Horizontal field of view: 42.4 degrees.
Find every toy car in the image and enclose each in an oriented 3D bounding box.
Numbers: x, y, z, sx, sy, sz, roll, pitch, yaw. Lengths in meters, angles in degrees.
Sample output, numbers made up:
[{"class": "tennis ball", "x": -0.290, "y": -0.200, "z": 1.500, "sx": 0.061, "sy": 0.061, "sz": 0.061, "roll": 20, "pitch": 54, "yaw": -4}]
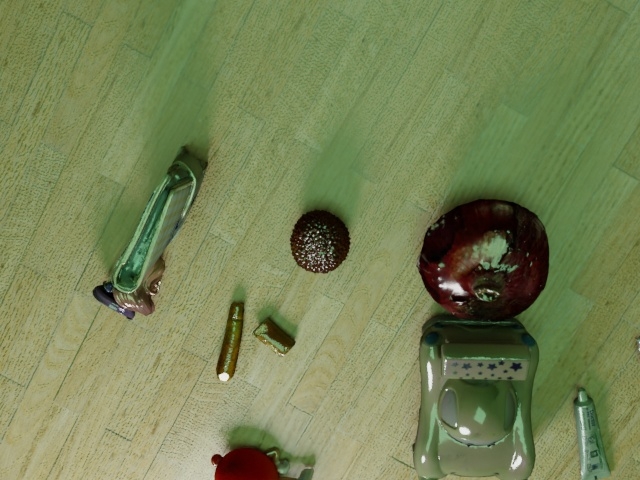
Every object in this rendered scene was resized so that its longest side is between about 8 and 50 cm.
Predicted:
[{"class": "toy car", "x": 0.305, "y": 0.329, "z": 1.604, "sx": 0.242, "sy": 0.226, "sz": 0.336, "roll": 1, "pitch": 103, "yaw": 2}]

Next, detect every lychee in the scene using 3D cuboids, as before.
[{"class": "lychee", "x": -0.004, "y": 0.000, "z": 1.592, "sx": 0.123, "sy": 0.129, "sz": 0.123, "roll": -7, "pitch": 69, "yaw": 18}]

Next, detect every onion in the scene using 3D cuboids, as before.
[{"class": "onion", "x": 0.310, "y": 0.045, "z": 1.537, "sx": 0.252, "sy": 0.219, "sz": 0.252, "roll": 3, "pitch": 112, "yaw": 7}]

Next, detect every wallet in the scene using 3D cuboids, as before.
[{"class": "wallet", "x": -0.285, "y": -0.048, "z": 1.496, "sx": 0.077, "sy": 0.309, "sz": 0.223, "roll": 29, "pitch": 102, "yaw": -8}]

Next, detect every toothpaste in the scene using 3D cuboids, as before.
[{"class": "toothpaste", "x": 0.556, "y": 0.404, "z": 1.709, "sx": 0.064, "sy": 0.041, "sz": 0.218, "roll": -14, "pitch": 107, "yaw": 1}]

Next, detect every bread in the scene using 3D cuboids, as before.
[{"class": "bread", "x": -0.095, "y": 0.199, "z": 1.690, "sx": 0.083, "sy": 0.036, "sz": 0.047, "roll": 42, "pitch": 87, "yaw": -7}]

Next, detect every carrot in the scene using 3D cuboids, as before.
[{"class": "carrot", "x": -0.184, "y": 0.206, "z": 1.695, "sx": 0.042, "sy": 0.042, "sz": 0.171, "roll": 11, "pitch": 103, "yaw": 0}]

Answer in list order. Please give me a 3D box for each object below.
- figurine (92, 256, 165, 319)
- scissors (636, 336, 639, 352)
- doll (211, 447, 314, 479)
[{"class": "figurine", "x": -0.362, "y": 0.090, "z": 1.638, "sx": 0.157, "sy": 0.114, "sz": 0.126, "roll": -40, "pitch": 142, "yaw": 4}, {"class": "scissors", "x": 0.703, "y": 0.295, "z": 1.675, "sx": 0.118, "sy": 0.030, "sz": 0.242, "roll": -29, "pitch": 103, "yaw": 8}, {"class": "doll", "x": -0.135, "y": 0.516, "z": 1.723, "sx": 0.217, "sy": 0.183, "sz": 0.085, "roll": 20, "pitch": 143, "yaw": 2}]
